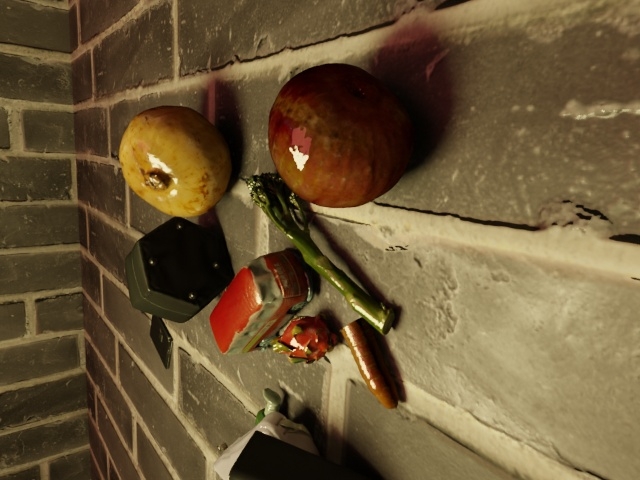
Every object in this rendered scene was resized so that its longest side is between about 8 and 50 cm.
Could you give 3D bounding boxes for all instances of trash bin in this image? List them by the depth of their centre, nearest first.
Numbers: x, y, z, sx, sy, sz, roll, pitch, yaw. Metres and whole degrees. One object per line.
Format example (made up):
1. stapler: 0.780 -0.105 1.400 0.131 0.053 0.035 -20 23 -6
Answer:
1. trash bin: -0.027 0.426 0.710 0.225 0.115 0.166 13 106 12

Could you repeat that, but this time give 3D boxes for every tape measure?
1. tape measure: -0.083 0.422 0.847 0.196 0.105 0.178 -39 84 26

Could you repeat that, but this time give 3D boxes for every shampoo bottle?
1. shampoo bottle: -0.111 0.403 0.936 0.065 0.065 0.205 33 119 46

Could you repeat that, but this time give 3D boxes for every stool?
1. stool: -0.327 0.067 1.054 0.141 0.232 0.232 -38 65 46

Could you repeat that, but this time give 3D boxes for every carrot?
1. carrot: 0.075 0.186 0.679 0.048 0.048 0.139 -47 59 44

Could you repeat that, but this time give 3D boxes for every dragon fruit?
1. dragon fruit: -0.031 0.172 0.781 0.116 0.086 0.081 -25 69 40

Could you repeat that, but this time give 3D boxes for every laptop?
1. laptop: -0.534 0.324 1.514 0.180 0.016 0.129 42 125 43

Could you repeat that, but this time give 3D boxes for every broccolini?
1. broccolini: -0.002 -0.002 0.764 0.392 0.078 0.074 43 116 32

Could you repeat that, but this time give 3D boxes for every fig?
1. fig: 0.023 -0.130 0.609 0.205 0.205 0.205 9 101 52

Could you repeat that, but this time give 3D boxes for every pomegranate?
1. pomegranate: -0.309 -0.169 0.982 0.248 0.248 0.249 9 101 52

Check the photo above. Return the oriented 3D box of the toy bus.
1. toy bus: -0.121 0.122 0.865 0.265 0.119 0.121 -50 58 44
